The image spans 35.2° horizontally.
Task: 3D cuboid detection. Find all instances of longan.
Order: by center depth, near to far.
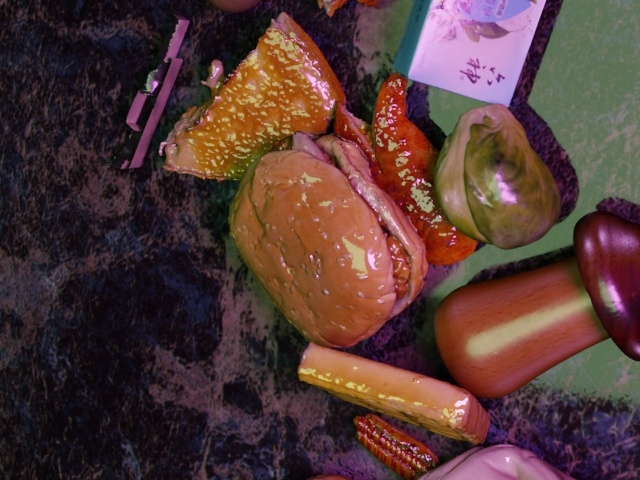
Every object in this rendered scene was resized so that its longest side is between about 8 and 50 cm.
[{"bbox_3d":[-0.116,-0.374,1.407,0.113,0.092,0.113,-7,73,23],"label":"longan"}]

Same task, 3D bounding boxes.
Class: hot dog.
[{"bbox_3d":[0.107,0.298,1.441,0.144,0.038,0.062,34,109,14],"label":"hot dog"}]

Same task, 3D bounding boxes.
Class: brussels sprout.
[{"bbox_3d":[0.216,-0.074,1.253,0.183,0.145,0.131,54,153,2],"label":"brussels sprout"}]

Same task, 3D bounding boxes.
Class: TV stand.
[{"bbox_3d":[-0.253,-0.219,1.511,0.042,0.036,0.249,31,107,16],"label":"TV stand"}]

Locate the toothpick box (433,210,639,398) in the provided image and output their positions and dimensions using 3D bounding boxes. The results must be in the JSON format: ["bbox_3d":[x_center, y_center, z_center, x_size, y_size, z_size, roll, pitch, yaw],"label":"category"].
[{"bbox_3d":[0.298,0.087,1.261,0.294,0.192,0.192,-26,88,28],"label":"toothpick box"}]

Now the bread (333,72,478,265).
[{"bbox_3d":[0.112,-0.084,1.348,0.139,0.095,0.269,-30,96,25],"label":"bread"}]

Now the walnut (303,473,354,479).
[{"bbox_3d":[-0.005,0.428,1.441,0.207,0.167,0.167,-37,83,20],"label":"walnut"}]

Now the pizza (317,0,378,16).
[{"bbox_3d":[0.036,-0.413,1.344,0.289,0.081,0.229,15,101,15],"label":"pizza"}]

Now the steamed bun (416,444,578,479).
[{"bbox_3d":[0.249,0.464,1.295,0.367,0.255,0.343,24,104,15],"label":"steamed bun"}]

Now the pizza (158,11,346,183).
[{"bbox_3d":[-0.101,-0.172,1.437,0.297,0.071,0.189,-41,101,20],"label":"pizza"}]

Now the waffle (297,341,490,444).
[{"bbox_3d":[0.104,0.204,1.328,0.221,0.248,0.055,15,78,19],"label":"waffle"}]

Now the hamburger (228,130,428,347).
[{"bbox_3d":[0.000,0.001,1.350,0.283,0.144,0.259,55,146,18],"label":"hamburger"}]

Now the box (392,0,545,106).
[{"bbox_3d":[0.198,-0.299,1.266,0.142,0.083,0.232,14,104,-16],"label":"box"}]
